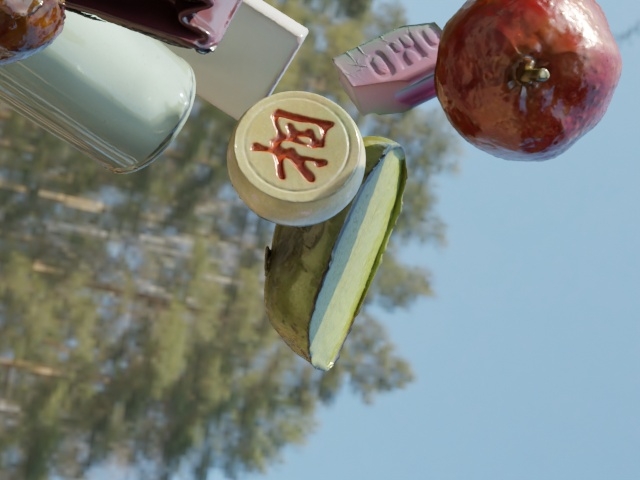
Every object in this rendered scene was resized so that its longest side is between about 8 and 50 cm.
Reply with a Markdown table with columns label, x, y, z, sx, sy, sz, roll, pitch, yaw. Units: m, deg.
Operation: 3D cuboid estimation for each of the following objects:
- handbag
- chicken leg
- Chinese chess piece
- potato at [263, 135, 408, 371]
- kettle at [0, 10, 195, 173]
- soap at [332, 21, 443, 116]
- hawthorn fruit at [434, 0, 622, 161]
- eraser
| label | x | y | z | sx | sy | sz | roll | pitch | yaw |
| --- | --- | --- | --- | --- | --- | --- | --- | --- | --- |
| handbag | -0.183 | -0.276 | 1.570 | 0.203 | 0.216 | 0.074 | -68 | 174 | -62 |
| chicken leg | -0.354 | -0.223 | 1.284 | 0.113 | 0.304 | 0.093 | -44 | -145 | 43 |
| Chinese chess piece | -0.021 | -0.072 | 1.371 | 0.051 | 0.122 | 0.122 | 104 | -15 | -65 |
| potato | 0.000 | 0.000 | 1.759 | 0.111 | 0.160 | 0.272 | 20 | -99 | 22 |
| kettle | -0.365 | -0.239 | 2.135 | 0.265 | 0.318 | 0.205 | -25 | -130 | 31 |
| soap | 0.103 | -0.211 | 1.917 | 0.056 | 0.149 | 0.100 | 71 | -9 | -47 |
| hawthorn fruit | 0.213 | -0.180 | 1.617 | 0.253 | 0.205 | 0.205 | -24 | 130 | -81 |
| eraser | -0.174 | -0.314 | 2.350 | 0.174 | 0.270 | 0.095 | -57 | -178 | 26 |
